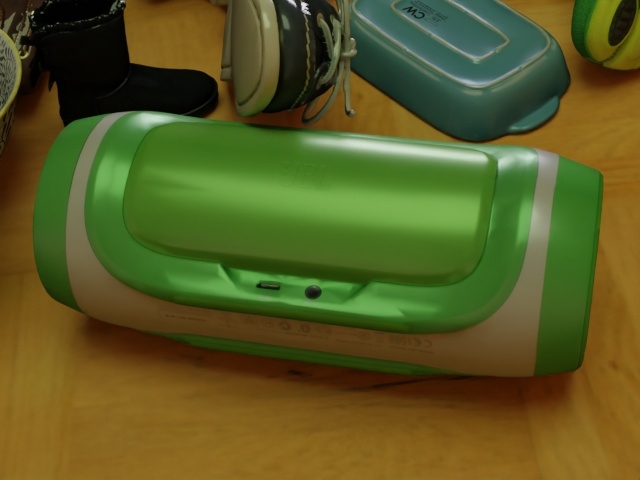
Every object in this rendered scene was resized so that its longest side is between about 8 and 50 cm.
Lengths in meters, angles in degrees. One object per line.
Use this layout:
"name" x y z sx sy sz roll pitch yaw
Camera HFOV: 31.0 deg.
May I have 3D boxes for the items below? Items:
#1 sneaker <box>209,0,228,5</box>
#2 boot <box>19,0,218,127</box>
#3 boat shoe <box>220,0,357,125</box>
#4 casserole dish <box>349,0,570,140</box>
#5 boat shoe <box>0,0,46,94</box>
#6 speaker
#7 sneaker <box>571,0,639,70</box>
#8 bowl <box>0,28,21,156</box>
"sneaker" -0.115 -0.286 0.915 0.152 0.114 0.305 -31 52 -22
"boot" -0.134 -0.123 0.781 0.121 0.099 0.045 -8 49 -1
"boat shoe" -0.019 -0.120 0.720 0.079 0.095 0.254 5 6 -8
"casserole dish" 0.091 -0.141 0.817 0.114 0.037 0.188 -33 52 -23
"boat shoe" -0.199 -0.186 0.867 0.073 0.073 0.207 13 58 15
"speaker" 0.000 0.000 0.641 0.296 0.131 0.131 7 49 12
"sneaker" 0.219 -0.244 0.852 0.123 0.109 0.296 -10 56 40
"bowl" -0.272 -0.069 0.760 0.170 0.080 0.170 -3 47 3
